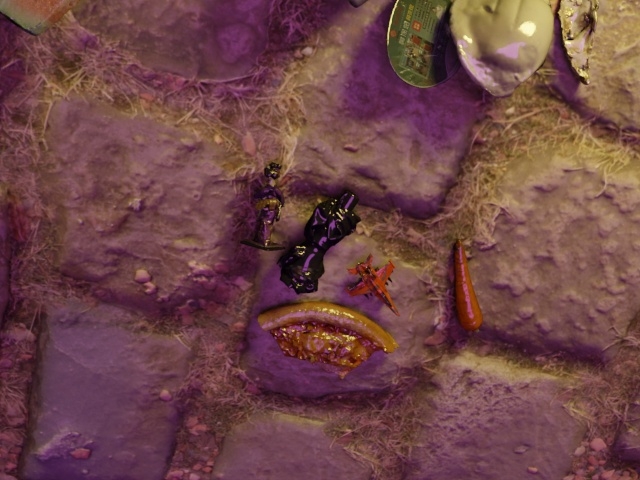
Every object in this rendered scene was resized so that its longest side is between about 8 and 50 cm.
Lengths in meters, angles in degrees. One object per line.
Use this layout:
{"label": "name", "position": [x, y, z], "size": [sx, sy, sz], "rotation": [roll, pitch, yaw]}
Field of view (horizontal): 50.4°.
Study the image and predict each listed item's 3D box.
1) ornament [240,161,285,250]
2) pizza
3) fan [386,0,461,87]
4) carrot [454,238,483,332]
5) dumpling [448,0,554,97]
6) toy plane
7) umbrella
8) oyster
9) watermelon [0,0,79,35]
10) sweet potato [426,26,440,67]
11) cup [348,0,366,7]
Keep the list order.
{"label": "ornament", "position": [-0.127, -0.080, 1.571], "size": [0.081, 0.088, 0.203], "rotation": [7, 99, 26]}
{"label": "pizza", "position": [0.016, 0.246, 1.695], "size": [0.365, 0.074, 0.182], "rotation": [18, 98, -10]}
{"label": "fan", "position": [0.251, -0.403, 1.463], "size": [0.294, 0.012, 0.223], "rotation": [48, 70, -18]}
{"label": "carrot", "position": [0.358, 0.119, 1.691], "size": [0.061, 0.061, 0.257], "rotation": [-15, 107, 1]}
{"label": "dumpling", "position": [0.377, -0.449, 1.448], "size": [0.227, 0.243, 0.175], "rotation": [23, 135, -3]}
{"label": "toy plane", "position": [0.142, 0.117, 1.675], "size": [0.135, 0.062, 0.188], "rotation": [-35, 123, 8]}
{"label": "umbrella", "position": [-0.001, 0.000, 1.588], "size": [0.122, 0.110, 0.272], "rotation": [30, 106, -16]}
{"label": "oyster", "position": [0.568, -0.455, 1.514], "size": [0.106, 0.061, 0.200], "rotation": [12, 107, 10]}
{"label": "watermelon", "position": [-0.544, -0.538, 1.351], "size": [0.256, 0.140, 0.193], "rotation": [-39, 104, -1]}
{"label": "sweet potato", "position": [0.229, -0.432, 1.486], "size": [0.056, 0.056, 0.195], "rotation": [-15, 104, 0]}
{"label": "cup", "position": [0.145, -0.648, 1.298], "size": [0.371, 0.253, 0.253], "rotation": [-39, 108, 13]}
